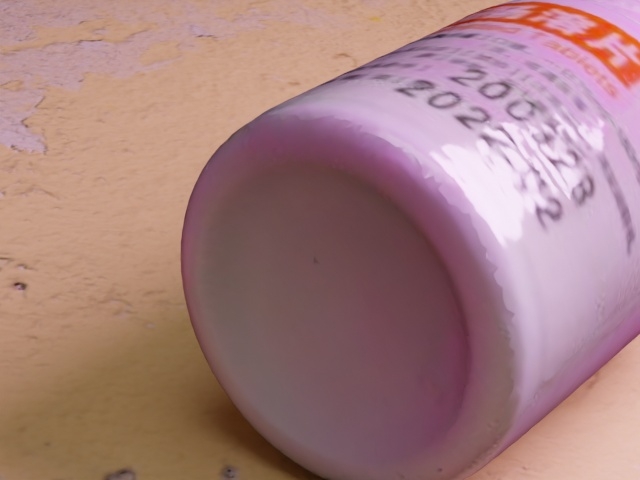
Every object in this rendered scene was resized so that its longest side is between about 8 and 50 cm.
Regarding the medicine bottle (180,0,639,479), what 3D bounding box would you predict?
[{"bbox_3d":[0.115,-0.026,0.995,0.219,0.219,0.388,23,33,29],"label":"medicine bottle"}]
